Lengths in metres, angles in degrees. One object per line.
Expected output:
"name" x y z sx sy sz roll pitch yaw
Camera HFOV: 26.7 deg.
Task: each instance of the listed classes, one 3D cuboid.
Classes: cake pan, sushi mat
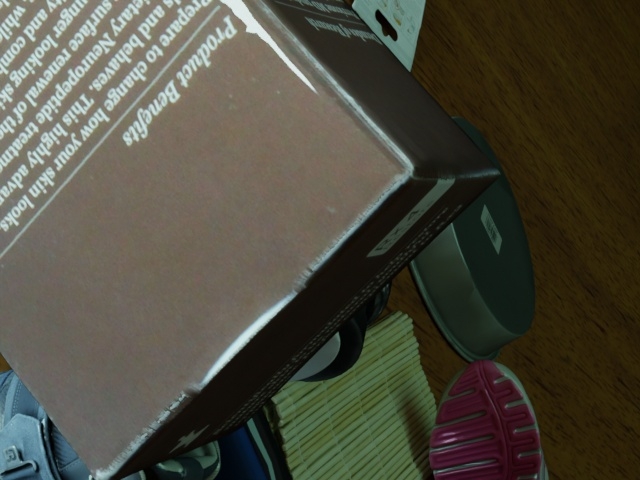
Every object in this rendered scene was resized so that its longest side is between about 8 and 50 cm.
"cake pan" 0.165 -0.009 1.494 0.293 0.054 0.293 44 37 -46
"sushi mat" 0.039 0.162 1.152 0.316 0.019 0.151 -23 96 -66

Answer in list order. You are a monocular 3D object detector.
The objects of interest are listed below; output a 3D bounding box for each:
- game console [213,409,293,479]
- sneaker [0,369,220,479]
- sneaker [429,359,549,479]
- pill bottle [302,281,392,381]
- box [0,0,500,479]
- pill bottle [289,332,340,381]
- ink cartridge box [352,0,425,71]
"game console" -0.033 0.155 0.834 0.173 0.250 0.293 -31 103 -38
"sneaker" -0.121 0.163 0.642 0.086 0.163 0.226 6 69 -65
"sneaker" 0.162 0.216 1.267 0.111 0.103 0.252 -73 157 -63
"pill bottle" 0.000 0.000 1.054 0.123 0.122 0.219 56 28 -32
"box" -0.121 -0.104 0.616 0.381 0.191 0.143 51 20 14
"pill bottle" -0.035 0.008 0.906 0.094 0.094 0.169 45 24 -45
"ink cartridge box" 0.072 -0.301 1.539 0.145 0.045 0.179 41 57 -50
